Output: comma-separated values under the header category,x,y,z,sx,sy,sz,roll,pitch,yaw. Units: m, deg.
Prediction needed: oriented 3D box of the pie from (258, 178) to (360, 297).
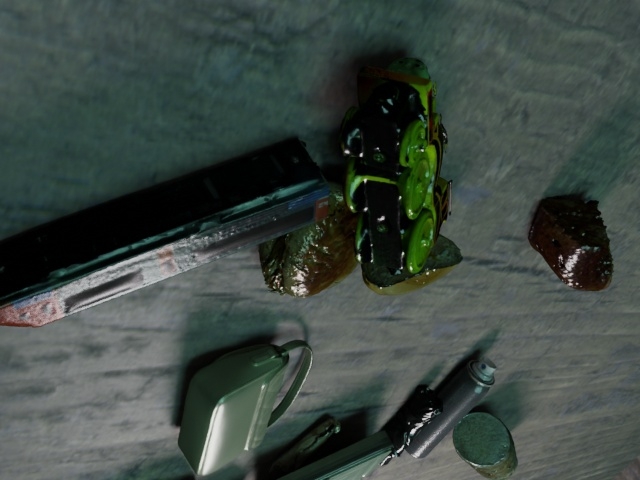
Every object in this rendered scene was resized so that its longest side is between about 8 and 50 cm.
category,x,y,z,sx,sy,sz,roll,pitch,yaw
pie,0.000,0.000,1.068,0.163,0.079,0.193,-25,140,-27

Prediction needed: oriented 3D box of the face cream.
category,x,y,z,sx,sy,sz,roll,pitch,yaw
face cream,0.271,0.347,1.698,0.073,0.073,0.283,6,130,-42

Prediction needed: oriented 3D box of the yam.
category,x,y,z,sx,sy,sz,roll,pitch,yaw
yam,0.412,0.514,1.962,0.133,0.133,0.330,-33,146,1

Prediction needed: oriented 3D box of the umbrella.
category,x,y,z,sx,sy,sz,roll,pitch,yaw
umbrella,0.177,0.398,1.692,0.059,0.066,0.235,4,130,-35

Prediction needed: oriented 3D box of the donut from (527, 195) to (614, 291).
category,x,y,z,sx,sy,sz,roll,pitch,yaw
donut,0.432,0.016,1.386,0.144,0.126,0.186,-13,141,-15

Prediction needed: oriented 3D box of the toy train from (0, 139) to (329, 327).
category,x,y,z,sx,sy,sz,roll,pitch,yaw
toy train,-0.188,-0.001,0.910,0.410,0.086,0.089,-22,146,-15

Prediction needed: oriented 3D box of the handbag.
category,x,y,z,sx,sy,sz,roll,pitch,yaw
handbag,-0.113,0.254,1.296,0.219,0.079,0.256,-20,145,-36

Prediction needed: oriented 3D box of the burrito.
category,x,y,z,sx,sy,sz,roll,pitch,yaw
burrito,-0.029,0.399,1.560,0.171,0.042,0.051,-45,149,14

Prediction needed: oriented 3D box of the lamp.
category,x,y,z,sx,sy,sz,roll,pitch,yaw
lamp,0.004,0.480,1.637,0.269,0.047,0.266,-20,158,-16

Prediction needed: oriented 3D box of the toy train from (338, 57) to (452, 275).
category,x,y,z,sx,sy,sz,roll,pitch,yaw
toy train,0.096,-0.088,0.985,0.296,0.101,0.160,82,31,-47

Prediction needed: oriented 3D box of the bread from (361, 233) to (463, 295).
category,x,y,z,sx,sy,sz,roll,pitch,yaw
bread,0.133,0.038,1.209,0.157,0.083,0.094,-23,147,-10
